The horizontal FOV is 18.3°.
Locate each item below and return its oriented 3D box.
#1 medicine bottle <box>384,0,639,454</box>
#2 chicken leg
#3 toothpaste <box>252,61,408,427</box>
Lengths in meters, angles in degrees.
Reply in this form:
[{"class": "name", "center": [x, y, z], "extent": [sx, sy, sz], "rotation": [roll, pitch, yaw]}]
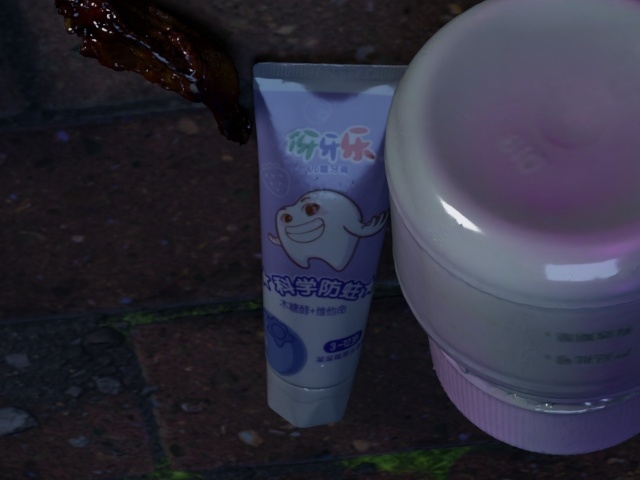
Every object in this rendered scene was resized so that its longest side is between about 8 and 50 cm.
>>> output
[{"class": "medicine bottle", "center": [0.180, -0.004, 1.453], "extent": [0.256, 0.256, 0.325], "rotation": [-7, 149, 2]}, {"class": "chicken leg", "center": [-0.110, -0.129, 1.437], "extent": [0.205, 0.053, 0.093], "rotation": [36, 149, -29]}, {"class": "toothpaste", "center": [0.000, 0.000, 1.594], "extent": [0.125, 0.080, 0.371], "rotation": [3, 132, -3]}]
